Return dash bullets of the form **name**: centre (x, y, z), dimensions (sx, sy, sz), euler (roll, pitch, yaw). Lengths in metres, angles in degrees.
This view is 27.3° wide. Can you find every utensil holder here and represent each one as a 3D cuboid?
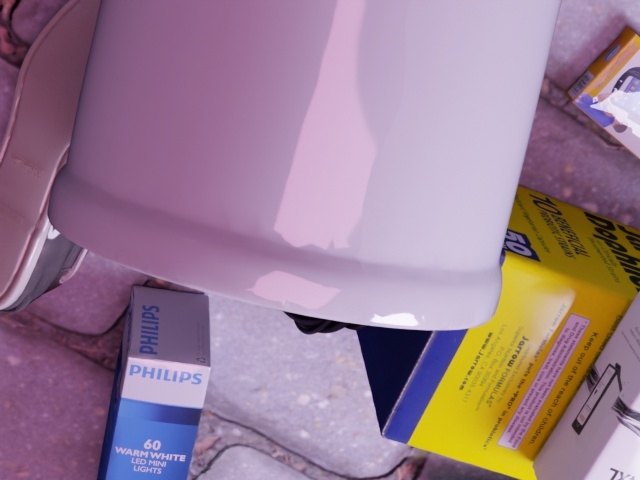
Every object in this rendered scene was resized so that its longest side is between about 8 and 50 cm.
- **utensil holder**: centre (0.008, -0.169, 0.922), dimensions (0.327, 0.327, 0.385), euler (11, 98, -11)

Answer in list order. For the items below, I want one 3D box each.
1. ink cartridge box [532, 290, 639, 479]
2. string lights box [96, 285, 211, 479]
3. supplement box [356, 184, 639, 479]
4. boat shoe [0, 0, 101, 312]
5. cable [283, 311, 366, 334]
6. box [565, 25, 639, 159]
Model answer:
- **ink cartridge box**: centre (0.287, 0.149, 1.056), dimensions (0.148, 0.086, 0.203), euler (20, 111, -16)
- **string lights box**: centre (-0.161, 0.188, 1.217), dimensions (0.076, 0.133, 0.260), euler (9, 115, -10)
- **supplement box**: centre (0.237, 0.097, 1.183), dimensions (0.356, 0.194, 0.195), euler (19, 113, -15)
- **boat shoe**: centre (-0.205, -0.086, 1.114), dimensions (0.112, 0.095, 0.335), euler (37, 107, 17)
- **cable**: centre (0.000, 0.000, 1.174), dimensions (0.150, 0.047, 0.184), euler (22, 112, 3)
- **box**: centre (0.296, -0.118, 1.176), dimensions (0.136, 0.028, 0.081), euler (36, 107, -19)
